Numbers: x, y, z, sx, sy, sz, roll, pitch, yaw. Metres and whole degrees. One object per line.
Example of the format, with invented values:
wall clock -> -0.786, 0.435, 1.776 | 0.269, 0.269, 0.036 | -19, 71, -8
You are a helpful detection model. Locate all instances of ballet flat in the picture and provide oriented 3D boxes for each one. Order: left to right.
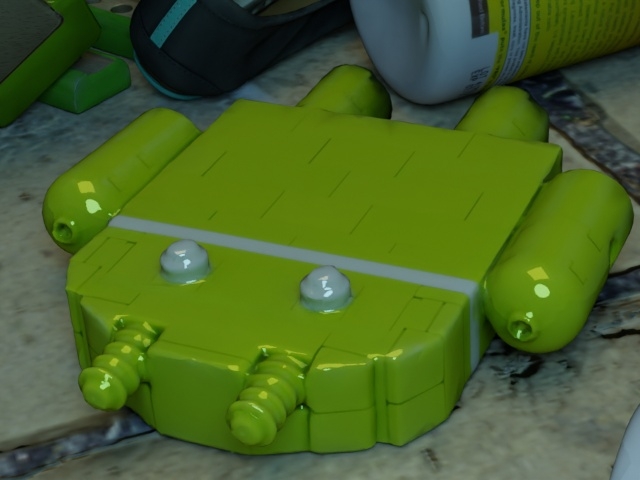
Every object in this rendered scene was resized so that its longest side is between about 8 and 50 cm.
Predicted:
ballet flat -> 0.004, -0.170, 0.868 | 0.095, 0.096, 0.280 | 41, 48, 6

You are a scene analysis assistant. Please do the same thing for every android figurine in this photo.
android figurine -> 0.000, 0.000, 0.645 | 0.248, 0.056, 0.273 | 12, 34, 24

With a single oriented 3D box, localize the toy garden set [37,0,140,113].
toy garden set -> -0.134, -0.172, 0.937 | 0.204, 0.049, 0.244 | 21, 40, 34

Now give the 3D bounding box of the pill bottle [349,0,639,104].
pill bottle -> 0.130, -0.154, 0.812 | 0.215, 0.117, 0.117 | -17, 34, -20

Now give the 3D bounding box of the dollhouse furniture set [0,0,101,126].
dollhouse furniture set -> -0.222, -0.236, 0.779 | 0.197, 0.151, 0.301 | -43, 73, 5

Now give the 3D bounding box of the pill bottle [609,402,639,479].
pill bottle -> 0.169, 0.109, 0.394 | 0.187, 0.112, 0.112 | 9, 34, 21
